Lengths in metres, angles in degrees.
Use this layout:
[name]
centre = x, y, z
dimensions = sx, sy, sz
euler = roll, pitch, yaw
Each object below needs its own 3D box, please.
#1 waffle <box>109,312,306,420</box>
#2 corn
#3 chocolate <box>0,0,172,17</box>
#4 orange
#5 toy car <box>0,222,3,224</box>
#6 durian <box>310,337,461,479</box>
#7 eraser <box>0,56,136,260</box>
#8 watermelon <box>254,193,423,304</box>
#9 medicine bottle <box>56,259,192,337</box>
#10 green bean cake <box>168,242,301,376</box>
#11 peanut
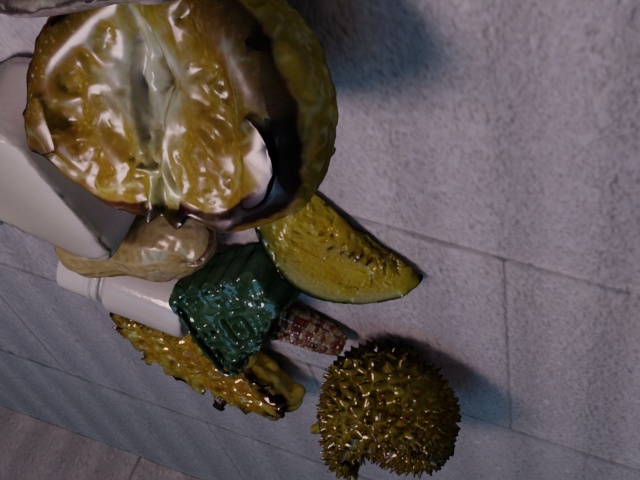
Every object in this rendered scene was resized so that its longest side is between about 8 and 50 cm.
[waffle]
centre = -0.230, 0.230, 2.378
dimensions = 0.382, 0.095, 0.380
euler = 0, 146, 49
[corn]
centre = -0.068, 0.131, 2.041
dimensions = 0.237, 0.079, 0.079
euler = 24, 157, -7
[chocolate]
centre = -0.219, -0.307, 1.164
dimensions = 0.303, 0.185, 0.100
euler = 6, -173, 37
[orange]
centre = -0.130, -0.166, 1.288
dimensions = 0.369, 0.210, 0.270
euler = 11, 122, 31
[toy car]
centre = -0.659, -0.086, 1.967
dimensions = 0.314, 0.198, 0.166
euler = 37, 146, -31
[durian]
centre = 0.107, 0.288, 2.022
dimensions = 0.258, 0.258, 0.293
euler = 25, 159, -2
[eraser]
centre = -0.399, -0.105, 1.763
dimensions = 0.331, 0.150, 0.331
euler = 21, 154, 11
[watermelon]
centre = 0.000, 0.000, 1.707
dimensions = 0.301, 0.123, 0.129
euler = 37, 121, -26
[medicine bottle]
centre = -0.317, 0.066, 2.053
dimensions = 0.237, 0.139, 0.139
euler = 19, 156, 11
[green bean cake]
centre = -0.115, 0.112, 1.911
dimensions = 0.208, 0.107, 0.193
euler = -16, 116, 34
[peanut]
centre = -0.292, 0.001, 1.911
dimensions = 0.290, 0.130, 0.130
euler = 4, 150, 28
